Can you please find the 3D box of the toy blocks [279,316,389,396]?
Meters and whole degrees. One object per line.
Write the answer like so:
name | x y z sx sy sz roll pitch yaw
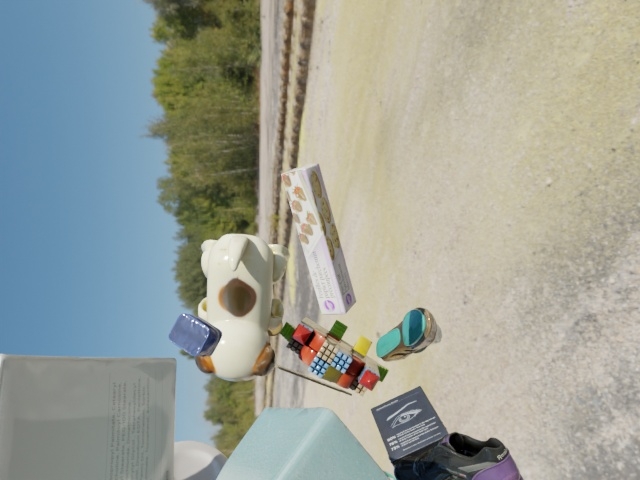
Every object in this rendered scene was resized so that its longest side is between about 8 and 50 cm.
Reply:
toy blocks | 0.036 0.369 1.541 0.190 0.381 0.261 -58 -6 0

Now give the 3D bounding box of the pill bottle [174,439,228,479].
pill bottle | -0.391 0.772 1.315 0.229 0.229 0.407 -116 43 -68

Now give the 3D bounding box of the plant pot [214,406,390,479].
plant pot | -0.045 0.434 0.736 0.248 0.252 0.247 51 145 -6

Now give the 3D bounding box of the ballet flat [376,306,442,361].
ballet flat | 0.283 0.289 1.459 0.342 0.124 0.116 120 155 -54

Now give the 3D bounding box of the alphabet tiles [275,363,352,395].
alphabet tiles | -0.059 0.504 1.811 0.285 0.343 0.011 135 157 -75

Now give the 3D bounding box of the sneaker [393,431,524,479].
sneaker | 0.262 0.443 1.000 0.283 0.107 0.124 -19 97 41

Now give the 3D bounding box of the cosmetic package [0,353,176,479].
cosmetic package | -0.466 0.347 0.751 0.394 0.330 0.327 42 -136 -70

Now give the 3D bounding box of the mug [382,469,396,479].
mug | 0.147 0.669 1.283 0.129 0.158 0.097 37 117 62

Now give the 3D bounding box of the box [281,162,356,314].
box | 0.000 0.000 1.042 0.067 0.063 0.323 -34 -67 -56

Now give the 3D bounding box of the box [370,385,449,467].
box | 0.234 0.488 1.224 0.207 0.153 0.108 -113 -2 -72

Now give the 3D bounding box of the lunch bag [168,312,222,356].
lunch bag | -0.259 0.195 1.012 0.067 0.098 0.065 -60 -24 -7

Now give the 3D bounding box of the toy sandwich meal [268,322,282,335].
toy sandwich meal | -0.176 0.303 1.744 0.029 0.086 0.085 158 111 -65

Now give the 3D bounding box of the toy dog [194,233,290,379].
toy dog | -0.222 0.204 1.439 0.395 0.285 0.407 144 131 -71
